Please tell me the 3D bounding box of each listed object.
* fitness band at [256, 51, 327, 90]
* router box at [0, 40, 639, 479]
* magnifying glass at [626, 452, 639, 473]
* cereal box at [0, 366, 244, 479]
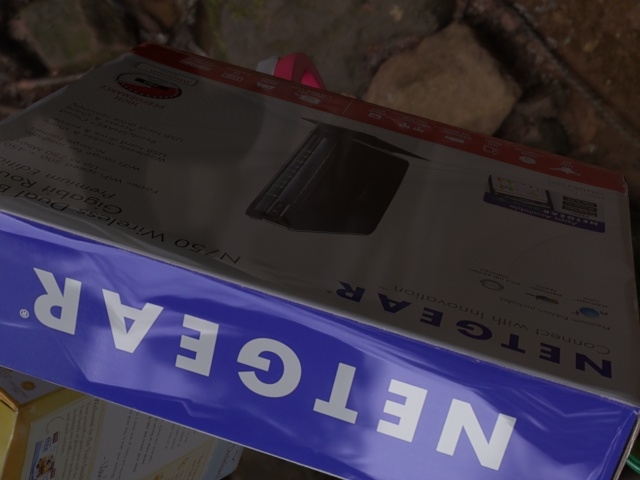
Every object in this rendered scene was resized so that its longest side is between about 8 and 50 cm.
[{"bbox_3d":[-0.013,-0.099,1.226,0.054,0.291,0.209,-18,118,14],"label":"fitness band"},{"bbox_3d":[0.000,0.000,0.593,0.335,0.301,0.082,17,115,6],"label":"router box"},{"bbox_3d":[0.307,0.151,1.114,0.231,0.092,0.026,51,-177,37],"label":"magnifying glass"},{"bbox_3d":[-0.119,0.114,0.653,0.047,0.240,0.173,34,120,24],"label":"cereal box"}]
